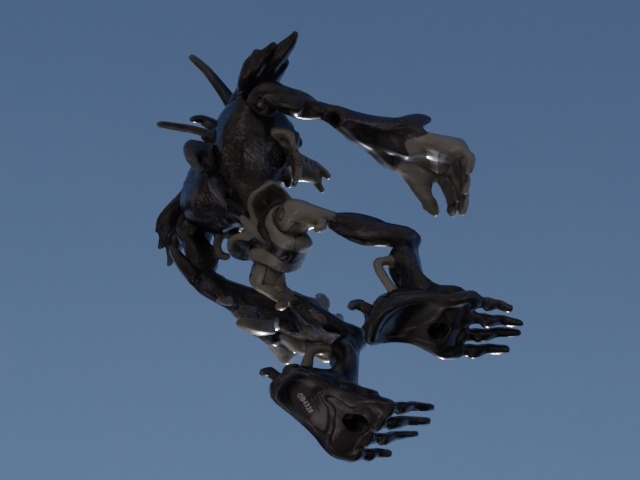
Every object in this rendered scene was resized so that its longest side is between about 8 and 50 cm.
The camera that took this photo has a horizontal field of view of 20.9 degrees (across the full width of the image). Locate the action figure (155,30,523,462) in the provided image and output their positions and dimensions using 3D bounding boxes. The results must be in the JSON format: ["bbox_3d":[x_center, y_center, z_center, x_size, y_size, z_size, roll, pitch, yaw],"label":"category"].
[{"bbox_3d":[0.000,0.000,0.956,0.164,0.141,0.276,-55,-142,19],"label":"action figure"}]
